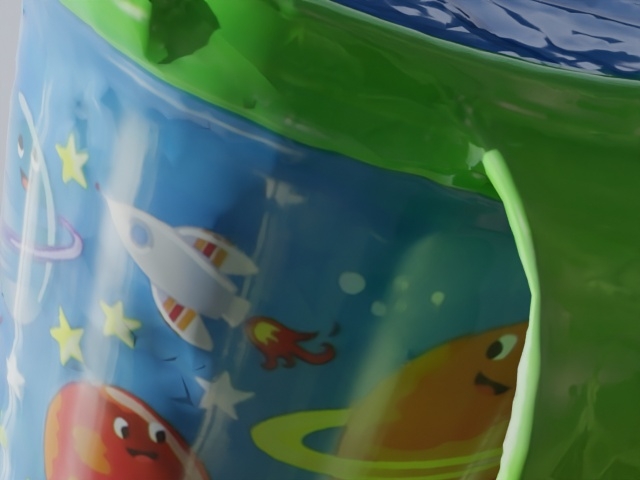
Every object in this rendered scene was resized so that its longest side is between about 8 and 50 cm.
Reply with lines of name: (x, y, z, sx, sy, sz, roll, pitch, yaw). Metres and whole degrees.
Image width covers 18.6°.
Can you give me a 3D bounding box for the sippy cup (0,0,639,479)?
sippy cup: (0.000, 0.000, 0.594, 0.240, 0.305, 0.224, 23, -64, 7)
